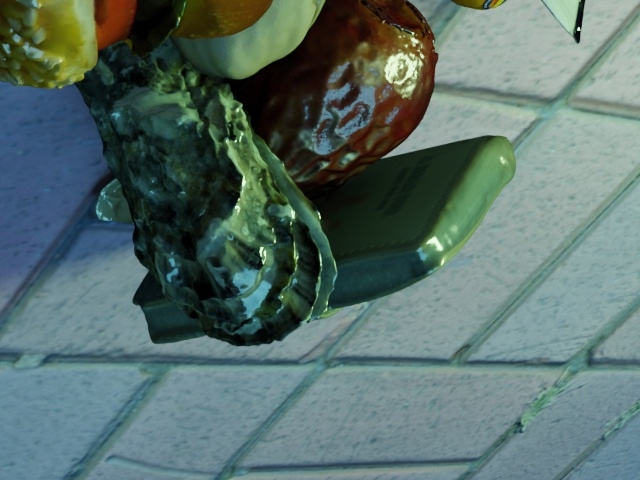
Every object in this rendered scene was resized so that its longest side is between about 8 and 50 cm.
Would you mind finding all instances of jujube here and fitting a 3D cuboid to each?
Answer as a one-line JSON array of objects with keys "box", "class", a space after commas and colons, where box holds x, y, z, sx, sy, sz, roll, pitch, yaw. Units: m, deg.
[{"box": [0.003, -0.135, 1.683, 0.183, 0.183, 0.243, 5, 139, -42], "class": "jujube"}]

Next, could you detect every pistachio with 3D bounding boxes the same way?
[{"box": [-0.060, -0.242, 1.521, 0.153, 0.137, 0.238, 25, 129, -11], "class": "pistachio"}]

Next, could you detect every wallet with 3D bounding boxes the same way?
[{"box": [0.000, 0.000, 1.742, 0.360, 0.252, 0.083, -13, 116, 31], "class": "wallet"}]

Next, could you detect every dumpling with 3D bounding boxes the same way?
[{"box": [-0.189, -0.046, 1.819, 0.076, 0.057, 0.052, 0, -173, 4], "class": "dumpling"}]

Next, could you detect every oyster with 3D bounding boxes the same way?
[{"box": [-0.123, -0.059, 1.606, 0.162, 0.351, 0.158, -36, 179, 2], "class": "oyster"}]

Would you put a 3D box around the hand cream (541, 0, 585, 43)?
[{"box": [0.185, -0.309, 1.644, 0.076, 0.121, 0.336, 0, 160, 30], "class": "hand cream"}]

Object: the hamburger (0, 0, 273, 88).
[{"box": [-0.176, -0.270, 1.209, 0.250, 0.330, 0.330, -14, 148, -19], "class": "hamburger"}]

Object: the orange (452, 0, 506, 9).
[{"box": [0.152, -0.261, 1.704, 0.084, 0.083, 0.083, -19, 149, -12], "class": "orange"}]
